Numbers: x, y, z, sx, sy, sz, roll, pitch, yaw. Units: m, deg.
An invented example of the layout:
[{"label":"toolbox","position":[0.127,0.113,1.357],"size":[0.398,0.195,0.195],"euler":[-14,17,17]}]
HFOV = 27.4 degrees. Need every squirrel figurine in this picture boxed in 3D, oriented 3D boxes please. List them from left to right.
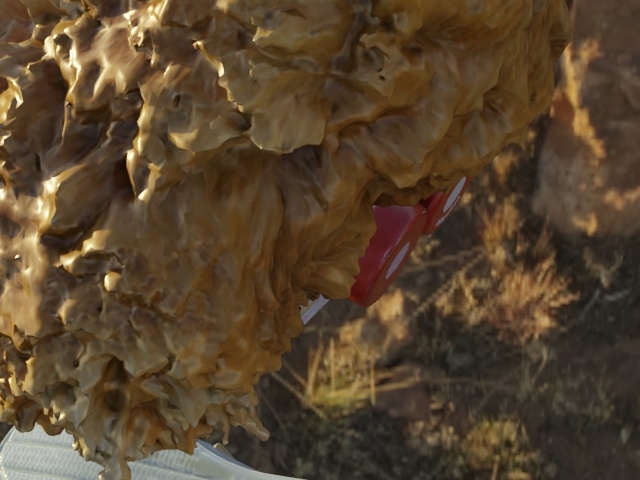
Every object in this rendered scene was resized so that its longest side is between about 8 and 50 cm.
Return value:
[{"label":"squirrel figurine","position":[-0.098,-0.088,0.592],"size":[0.370,0.281,0.397],"euler":[-19,29,0]}]

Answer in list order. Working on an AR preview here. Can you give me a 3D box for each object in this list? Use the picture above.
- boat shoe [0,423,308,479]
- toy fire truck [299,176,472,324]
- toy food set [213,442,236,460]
[{"label":"boat shoe","position":[-0.077,0.190,0.854],"size":[0.302,0.094,0.109],"euler":[15,56,25]},{"label":"toy fire truck","position":[0.000,0.000,1.187],"size":[0.169,0.254,0.302],"euler":[31,41,12]},{"label":"toy food set","position":[-0.070,0.260,1.108],"size":[0.038,0.132,0.192],"euler":[-32,15,28]}]
